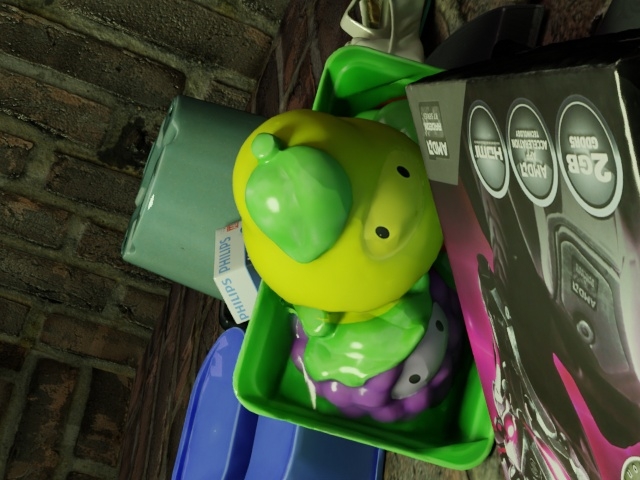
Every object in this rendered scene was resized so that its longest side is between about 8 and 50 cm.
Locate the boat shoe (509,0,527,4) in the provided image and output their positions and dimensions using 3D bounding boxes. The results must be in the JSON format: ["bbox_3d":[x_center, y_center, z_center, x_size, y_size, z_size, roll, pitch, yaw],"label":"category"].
[{"bbox_3d":[0.251,-0.417,1.108,0.113,0.103,0.302,-105,36,-66],"label":"boat shoe"}]

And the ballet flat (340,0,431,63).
[{"bbox_3d":[0.085,-0.274,1.467,0.400,0.139,0.139,-82,17,-44],"label":"ballet flat"}]

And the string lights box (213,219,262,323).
[{"bbox_3d":[0.000,0.000,1.259,0.133,0.259,0.077,-100,-13,-62],"label":"string lights box"}]

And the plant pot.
[{"bbox_3d":[-0.096,-0.040,1.474,0.341,0.334,0.341,-162,90,-76],"label":"plant pot"}]

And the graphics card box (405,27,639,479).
[{"bbox_3d":[0.155,0.090,0.460,0.233,0.094,0.371,-148,42,-76],"label":"graphics card box"}]

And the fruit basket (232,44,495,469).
[{"bbox_3d":[0.063,-0.001,0.913,0.392,0.282,0.392,16,-90,-89],"label":"fruit basket"}]

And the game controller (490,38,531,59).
[{"bbox_3d":[0.148,0.009,0.715,0.319,0.067,0.167,65,-159,-55],"label":"game controller"}]

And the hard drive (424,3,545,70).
[{"bbox_3d":[0.172,-0.180,1.204,0.254,0.054,0.172,161,127,-72],"label":"hard drive"}]

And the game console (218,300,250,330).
[{"bbox_3d":[-0.141,-0.005,1.884,0.044,0.213,0.362,155,121,-71],"label":"game console"}]

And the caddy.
[{"bbox_3d":[-0.035,0.247,1.208,0.241,0.179,0.341,-22,46,42],"label":"caddy"}]

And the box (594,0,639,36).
[{"bbox_3d":[0.263,-0.082,0.553,0.270,0.143,0.165,-104,35,-66],"label":"box"}]
